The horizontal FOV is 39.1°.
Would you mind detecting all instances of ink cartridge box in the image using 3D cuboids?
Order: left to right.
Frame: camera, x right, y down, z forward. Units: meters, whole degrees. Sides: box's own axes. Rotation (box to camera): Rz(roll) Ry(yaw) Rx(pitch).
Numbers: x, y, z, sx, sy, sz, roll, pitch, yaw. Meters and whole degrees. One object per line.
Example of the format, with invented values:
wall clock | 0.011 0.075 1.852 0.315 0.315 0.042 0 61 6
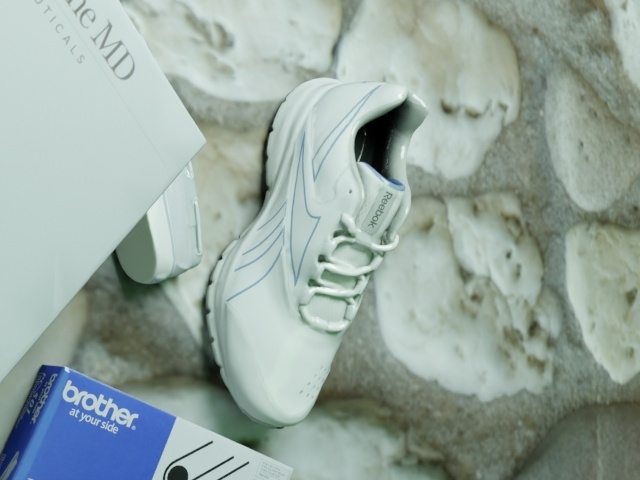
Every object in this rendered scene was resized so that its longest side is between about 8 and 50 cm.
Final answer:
ink cartridge box | -0.124 0.174 0.652 0.207 0.046 0.097 32 68 -30

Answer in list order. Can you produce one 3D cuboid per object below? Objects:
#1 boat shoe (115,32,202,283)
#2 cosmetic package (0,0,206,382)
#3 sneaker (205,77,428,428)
boat shoe | -0.121 -0.063 0.663 0.063 0.066 0.184 -14 93 -50
cosmetic package | -0.260 -0.003 0.445 0.385 0.156 0.217 -53 141 -20
sneaker | 0.000 0.000 0.704 0.111 0.129 0.297 21 76 -35
